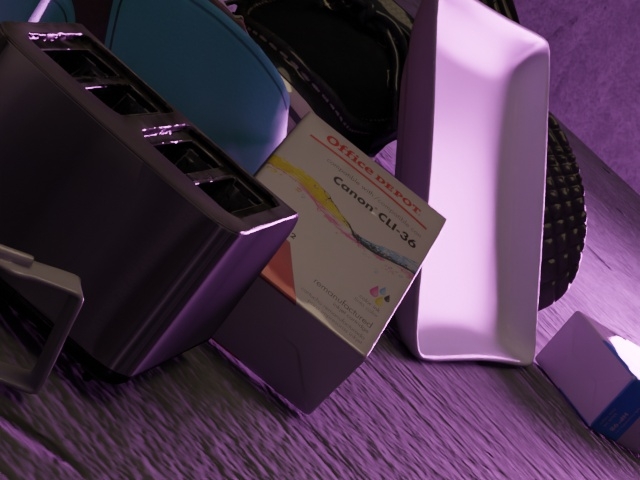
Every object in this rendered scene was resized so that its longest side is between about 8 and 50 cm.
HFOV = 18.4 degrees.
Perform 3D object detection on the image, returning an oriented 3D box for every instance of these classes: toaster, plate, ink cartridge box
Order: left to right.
[{"bbox_3d":[-0.118,-0.021,1.009,0.168,0.110,0.186,41,13,7],"label":"toaster"},{"bbox_3d":[0.000,0.000,1.205,0.115,0.067,0.198,39,37,-4],"label":"ink cartridge box"},{"bbox_3d":[0.115,-0.043,1.549,0.045,0.277,0.278,1,-4,24],"label":"plate"},{"bbox_3d":[0.281,0.141,1.705,0.180,0.060,0.104,30,15,-37],"label":"ink cartridge box"}]

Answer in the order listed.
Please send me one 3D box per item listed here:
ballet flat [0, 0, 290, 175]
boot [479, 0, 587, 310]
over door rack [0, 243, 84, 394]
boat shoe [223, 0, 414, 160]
[{"bbox_3d":[-0.175,-0.123,1.180,0.147,0.147,0.409,48,14,34],"label":"ballet flat"},{"bbox_3d":[0.147,-0.068,1.862,0.222,0.118,0.338,120,-36,-68],"label":"boot"},{"bbox_3d":[-0.201,-0.007,0.730,0.324,0.108,0.239,34,14,-23],"label":"over door rack"},{"bbox_3d":[0.002,-0.138,1.583,0.187,0.156,0.500,45,9,4],"label":"boat shoe"}]
